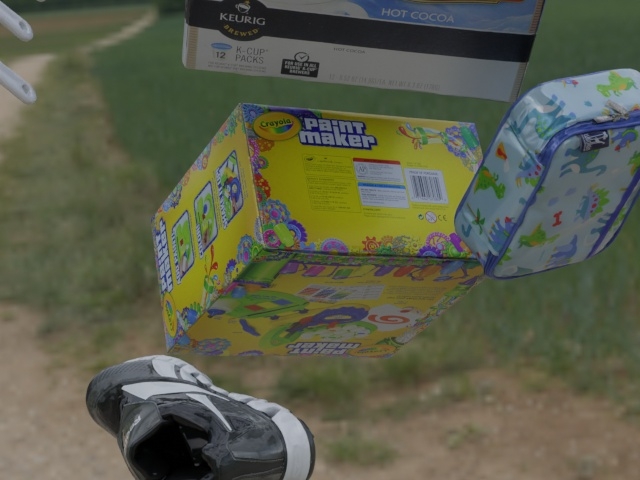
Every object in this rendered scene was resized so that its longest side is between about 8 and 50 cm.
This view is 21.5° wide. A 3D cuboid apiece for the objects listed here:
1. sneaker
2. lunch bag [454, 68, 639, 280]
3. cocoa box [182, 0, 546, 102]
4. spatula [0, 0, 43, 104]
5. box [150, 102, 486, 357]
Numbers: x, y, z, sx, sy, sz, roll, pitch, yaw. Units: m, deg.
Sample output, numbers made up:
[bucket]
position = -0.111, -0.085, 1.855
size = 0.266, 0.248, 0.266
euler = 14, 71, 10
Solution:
[sneaker]
position = -0.118, 0.140, 1.268
size = 0.106, 0.078, 0.234
euler = -6, 15, -45
[lunch bag]
position = 0.243, -0.064, 1.647
size = 0.176, 0.219, 0.090
euler = -11, 52, -33
[cocoa box]
position = 0.047, -0.308, 1.660
size = 0.347, 0.228, 0.231
euler = 6, 49, -4
[spatula]
position = -0.280, -0.200, 1.158
size = 0.019, 0.242, 0.168
euler = -29, 41, 23
[box]
position = 0.000, 0.000, 1.869
size = 0.290, 0.177, 0.279
euler = 3, -28, -27
